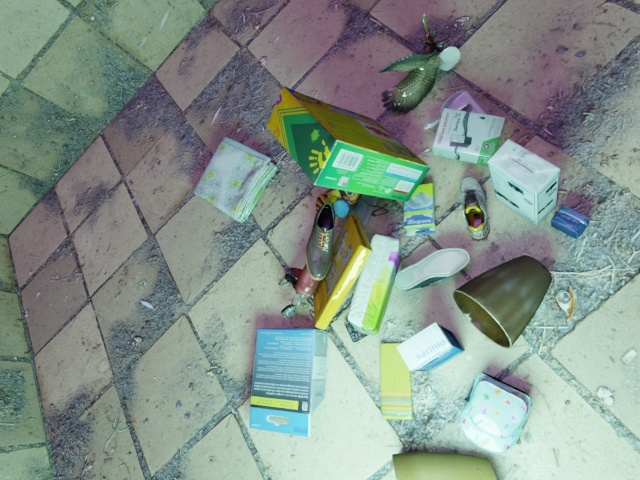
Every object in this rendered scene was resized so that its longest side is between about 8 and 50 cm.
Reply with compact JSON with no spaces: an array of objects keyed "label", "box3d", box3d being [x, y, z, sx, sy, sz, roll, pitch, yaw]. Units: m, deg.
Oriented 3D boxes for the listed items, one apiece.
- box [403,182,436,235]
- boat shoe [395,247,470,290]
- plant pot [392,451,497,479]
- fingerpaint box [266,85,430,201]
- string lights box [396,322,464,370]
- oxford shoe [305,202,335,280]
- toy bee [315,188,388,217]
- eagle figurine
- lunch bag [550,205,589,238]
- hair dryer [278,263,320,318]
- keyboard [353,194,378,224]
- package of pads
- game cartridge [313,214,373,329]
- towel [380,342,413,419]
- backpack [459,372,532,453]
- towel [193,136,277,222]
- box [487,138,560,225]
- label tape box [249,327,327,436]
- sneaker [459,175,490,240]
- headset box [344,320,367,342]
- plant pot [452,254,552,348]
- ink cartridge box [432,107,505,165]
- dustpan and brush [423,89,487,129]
[{"label":"box","box3d":[0.355,-0.111,1.472,0.108,0.042,0.178,-6,70,27]},{"label":"boat shoe","box3d":[0.375,0.103,1.366,0.254,0.079,0.095,-31,64,18]},{"label":"plant pot","box3d":[0.350,0.686,1.113,0.254,0.237,0.237,-15,66,7]},{"label":"fingerpaint box","box3d":[0.094,-0.321,1.415,0.371,0.444,0.163,54,125,37]},{"label":"string lights box","box3d":[0.331,0.321,1.207,0.133,0.259,0.077,-36,60,12]},{"label":"oxford shoe","box3d":[0.000,0.000,1.417,0.096,0.098,0.272,6,73,-2]},{"label":"toy bee","box3d":[0.104,-0.180,1.553,0.298,0.195,0.162,-8,110,20]},{"label":"eagle figurine","box3d":[0.358,-0.656,1.563,0.298,0.226,0.225,-58,19,-20]},{"label":"lunch bag","box3d":[0.748,-0.059,1.231,0.098,0.067,0.065,40,93,33]},{"label":"hair dryer","box3d":[-0.076,0.129,1.523,0.293,0.080,0.224,-43,38,27]},{"label":"keyboard","box3d":[0.197,-0.187,1.601,0.072,0.014,0.256,16,81,36]},{"label":"package of pads","box3d":[0.180,0.156,1.353,0.101,0.229,0.297,16,74,15]},{"label":"game cartridge","box3d":[0.060,0.099,1.405,0.324,0.052,0.285,-60,14,19]},{"label":"towel","box3d":[0.249,0.460,1.347,0.102,0.021,0.237,-6,69,20]},{"label":"backpack","box3d":[0.481,0.488,1.143,0.165,0.144,0.189,23,87,26]},{"label":"towel","box3d":[-0.407,-0.290,1.909,0.374,0.090,0.321,31,88,32]},{"label":"box","box3d":[0.602,-0.162,1.213,0.087,0.290,0.169,-49,60,7]},{"label":"label tape box","box3d":[-0.113,0.496,1.473,0.249,0.115,0.348,-5,73,27]},{"label":"sneaker","box3d":[0.512,-0.117,1.360,0.088,0.092,0.225,-16,66,23]},{"label":"headset box","box3d":[0.127,0.309,1.454,0.062,0.032,0.083,-34,60,13]},{"label":"plant pot","box3d":[0.550,0.156,1.201,0.230,0.215,0.215,-40,58,-7]},{"label":"ink cartridge box","box3d":[0.508,-0.359,1.420,0.208,0.087,0.153,15,85,18]},{"label":"dustpan and brush","box3d":[0.480,-0.464,1.514,0.211,0.060,0.147,-33,61,15]}]
